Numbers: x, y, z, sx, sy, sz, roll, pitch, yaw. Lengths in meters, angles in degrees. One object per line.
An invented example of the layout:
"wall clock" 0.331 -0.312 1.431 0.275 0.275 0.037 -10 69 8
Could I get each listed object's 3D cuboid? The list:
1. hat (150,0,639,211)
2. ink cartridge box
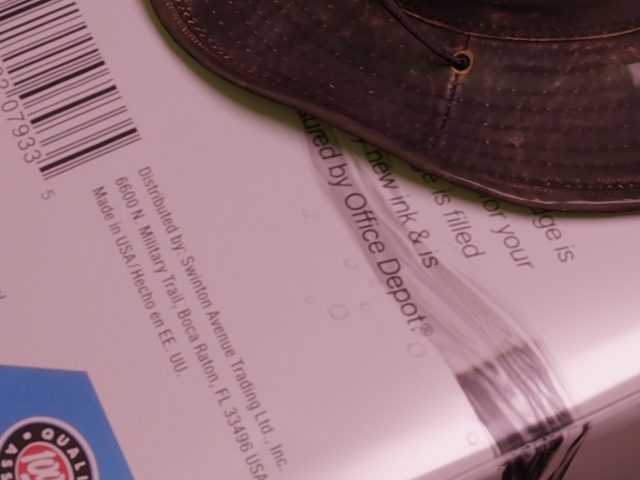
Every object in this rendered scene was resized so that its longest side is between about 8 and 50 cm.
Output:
"hat" 0.083 -0.177 0.749 0.331 0.134 0.331 -1 62 2
"ink cartridge box" 0.000 0.000 0.832 0.394 0.166 0.285 -23 66 -8
